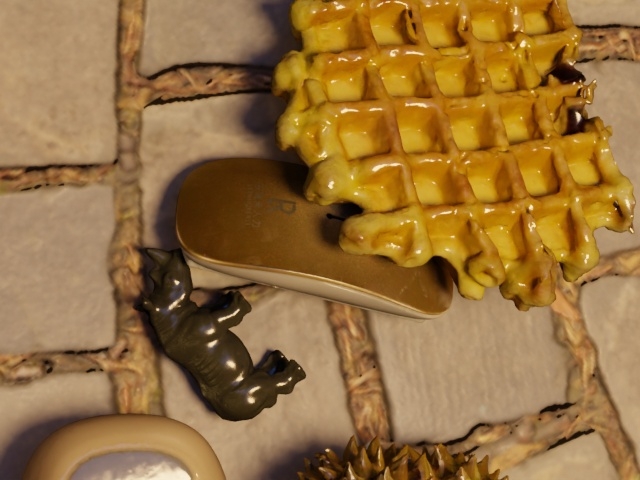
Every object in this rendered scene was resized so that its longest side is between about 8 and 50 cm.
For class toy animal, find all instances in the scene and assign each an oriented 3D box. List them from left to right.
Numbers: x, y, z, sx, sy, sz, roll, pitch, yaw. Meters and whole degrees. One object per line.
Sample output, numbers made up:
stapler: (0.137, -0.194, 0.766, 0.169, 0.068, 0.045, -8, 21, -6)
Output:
toy animal: (-0.076, 0.058, 1.154, 0.065, 0.047, 0.135, -39, 95, -14)

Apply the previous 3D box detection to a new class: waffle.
waffle: (0.101, -0.094, 1.193, 0.283, 0.065, 0.309, 34, 63, 0)

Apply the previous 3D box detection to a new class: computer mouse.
computer mouse: (-0.123, 0.228, 1.094, 0.145, 0.082, 0.236, -3, 83, -16)
computer mouse: (0.000, -0.001, 1.169, 0.199, 0.045, 0.102, 15, 45, -12)

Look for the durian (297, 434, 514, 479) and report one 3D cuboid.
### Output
durian: (0.043, 0.213, 1.078, 0.138, 0.183, 0.249, 56, 35, -35)
